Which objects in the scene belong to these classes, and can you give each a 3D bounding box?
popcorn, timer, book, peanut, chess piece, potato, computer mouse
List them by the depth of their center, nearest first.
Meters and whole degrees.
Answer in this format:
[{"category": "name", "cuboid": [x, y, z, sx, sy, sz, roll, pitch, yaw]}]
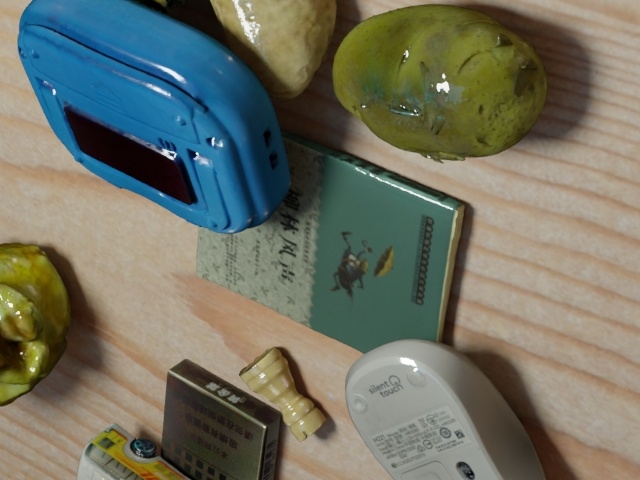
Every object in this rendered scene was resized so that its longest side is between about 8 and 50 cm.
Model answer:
[{"category": "potato", "cuboid": [0.124, -0.167, 1.692, 0.248, 0.143, 0.169, 13, 110, 34]}, {"category": "peanut", "cuboid": [-0.060, -0.287, 1.793, 0.253, 0.137, 0.122, 67, 169, -9]}, {"category": "timer", "cuboid": [-0.199, -0.150, 1.868, 0.340, 0.115, 0.309, 26, 155, 23]}, {"category": "computer mouse", "cuboid": [0.162, 0.236, 1.894, 0.184, 0.121, 0.297, -34, 93, 43]}, {"category": "book", "cuboid": [0.000, 0.000, 1.961, 0.379, 0.031, 0.264, 24, 127, 28]}, {"category": "chess piece", "cuboid": [-0.047, 0.205, 2.095, 0.122, 0.066, 0.066, 52, 134, -4]}, {"category": "popcorn", "cuboid": [-0.472, 0.119, 2.247, 0.225, 0.276, 0.276, 25, 131, -5]}]

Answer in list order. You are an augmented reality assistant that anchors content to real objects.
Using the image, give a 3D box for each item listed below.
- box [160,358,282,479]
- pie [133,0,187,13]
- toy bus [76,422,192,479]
[{"category": "box", "cuboid": [-0.150, 0.342, 2.259, 0.180, 0.047, 0.325, 26, 127, 26]}, {"category": "pie", "cuboid": [-0.262, -0.357, 1.906, 0.296, 0.078, 0.371, 62, 151, 6]}, {"category": "toy bus", "cuboid": [-0.229, 0.368, 2.231, 0.268, 0.106, 0.092, 33, 126, 24]}]
